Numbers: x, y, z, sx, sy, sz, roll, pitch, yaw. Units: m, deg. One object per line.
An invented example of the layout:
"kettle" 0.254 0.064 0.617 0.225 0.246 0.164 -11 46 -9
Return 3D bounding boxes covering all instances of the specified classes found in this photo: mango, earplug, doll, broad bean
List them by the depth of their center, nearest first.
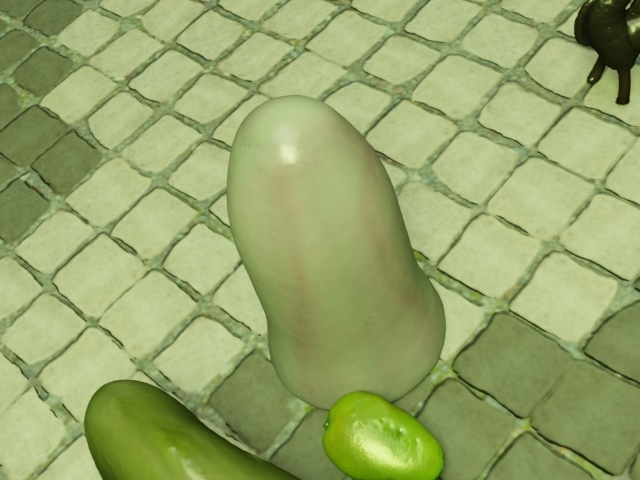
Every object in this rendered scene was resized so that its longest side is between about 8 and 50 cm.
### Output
"broad bean" -0.086 0.208 0.673 0.263 0.189 0.121 30 63 17
"earplug" 0.000 0.000 0.724 0.172 0.301 0.172 -8 53 11
"mango" 0.052 0.172 0.740 0.108 0.056 0.073 17 70 21
"doll" 0.324 -0.214 0.879 0.139 0.165 0.057 -14 48 11
